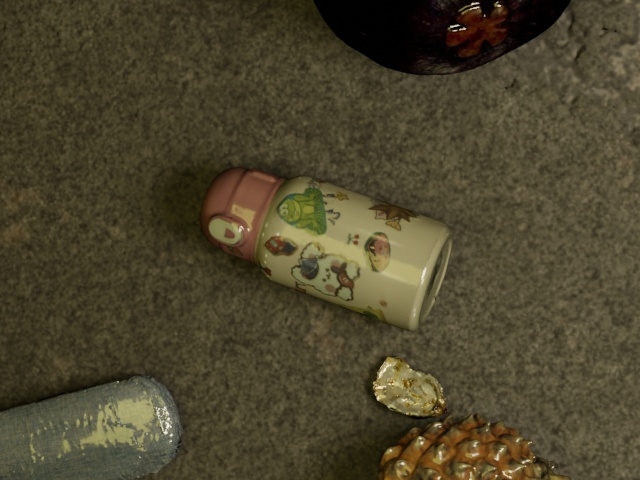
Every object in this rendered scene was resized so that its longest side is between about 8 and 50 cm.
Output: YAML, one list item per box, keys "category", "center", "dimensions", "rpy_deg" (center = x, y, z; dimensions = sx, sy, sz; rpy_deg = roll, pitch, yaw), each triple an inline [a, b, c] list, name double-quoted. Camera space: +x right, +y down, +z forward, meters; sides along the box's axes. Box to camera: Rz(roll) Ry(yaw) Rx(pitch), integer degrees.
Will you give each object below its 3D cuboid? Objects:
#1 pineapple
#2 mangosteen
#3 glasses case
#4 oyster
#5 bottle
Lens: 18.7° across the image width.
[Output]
- category: "pineapple"
  center: [0.153, 0.249, 1.928]
  dimensions: [0.193, 0.166, 0.166]
  rpy_deg: [-5, 90, 6]
- category: "mangosteen"
  center: [0.110, -0.314, 1.892]
  dimensions: [0.275, 0.275, 0.302]
  rpy_deg: [-25, 53, 12]
- category: "glasses case"
  center: [-0.284, 0.220, 2.066]
  dimensions: [0.282, 0.067, 0.109]
  rpy_deg: [-16, 91, 11]
- category: "oyster"
  center: [0.095, 0.157, 2.006]
  dimensions: [0.083, 0.019, 0.054]
  rpy_deg: [29, 96, 12]
- category: "bottle"
  center: [0.000, 0.000, 1.972]
  dimensions: [0.253, 0.120, 0.120]
  rpy_deg: [18, 95, 11]
